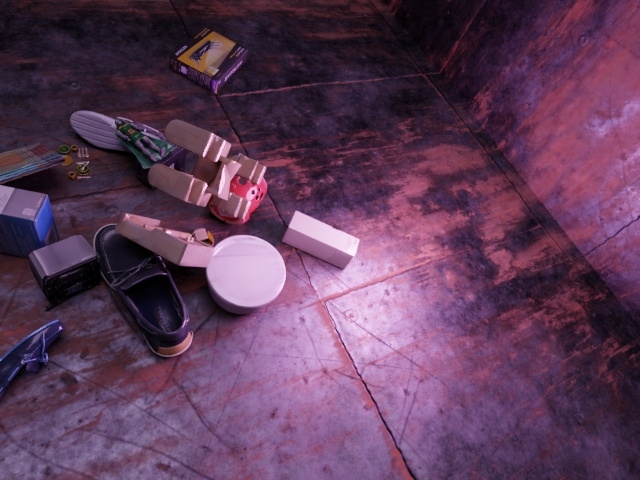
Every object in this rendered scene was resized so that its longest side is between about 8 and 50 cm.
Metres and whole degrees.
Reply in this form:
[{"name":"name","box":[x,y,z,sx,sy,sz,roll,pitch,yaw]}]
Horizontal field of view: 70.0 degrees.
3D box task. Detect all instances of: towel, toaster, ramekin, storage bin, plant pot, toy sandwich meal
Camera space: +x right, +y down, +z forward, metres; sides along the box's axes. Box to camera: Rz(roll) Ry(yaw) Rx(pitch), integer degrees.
[{"name":"towel","box":[-1.049,-0.230,1.462,0.271,0.040,0.370,24,42,38]},{"name":"toaster","box":[-0.763,0.093,1.367,0.185,0.168,0.110,-30,70,-35]},{"name":"ramekin","box":[-0.262,0.126,1.564,0.272,0.127,0.273,10,56,-15]},{"name":"storage bin","box":[-0.594,-0.291,1.713,0.084,0.122,0.180,36,53,5]},{"name":"plant pot","box":[-0.317,-0.170,1.701,0.191,0.191,0.174,26,55,-3]},{"name":"toy sandwich meal","box":[-0.423,-0.005,1.648,0.085,0.029,0.086,10,55,-15]}]

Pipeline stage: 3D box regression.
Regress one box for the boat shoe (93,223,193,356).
[{"name":"boat shoe","box":[-0.554,0.129,1.432,0.186,0.156,0.500,-25,68,-31]}]

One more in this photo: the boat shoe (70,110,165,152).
[{"name":"boat shoe","box":[-0.765,-0.409,1.747,0.335,0.121,0.119,19,29,-14]}]

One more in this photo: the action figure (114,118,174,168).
[{"name":"action figure","box":[-0.654,-0.363,1.630,0.232,0.063,0.137,36,56,15]}]

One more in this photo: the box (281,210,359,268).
[{"name":"box","box":[0.000,0.000,1.762,0.275,0.113,0.094,26,52,-5]}]

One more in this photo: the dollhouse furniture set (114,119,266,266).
[{"name":"dollhouse furniture set","box":[-0.418,-0.149,1.431,0.256,0.362,0.394,24,92,18]}]

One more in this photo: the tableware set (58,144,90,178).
[{"name":"tableware set","box":[-0.893,-0.287,1.655,0.104,0.024,0.154,-7,61,-25]}]

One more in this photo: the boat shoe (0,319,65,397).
[{"name":"boat shoe","box":[-0.802,0.332,1.247,0.089,0.109,0.258,43,69,1]}]

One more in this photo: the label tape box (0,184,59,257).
[{"name":"label tape box","box":[-0.975,-0.064,1.337,0.333,0.241,0.106,11,55,-14]}]

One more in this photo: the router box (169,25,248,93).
[{"name":"router box","box":[-0.517,-0.850,2.141,0.242,0.081,0.309,27,52,-3]}]
